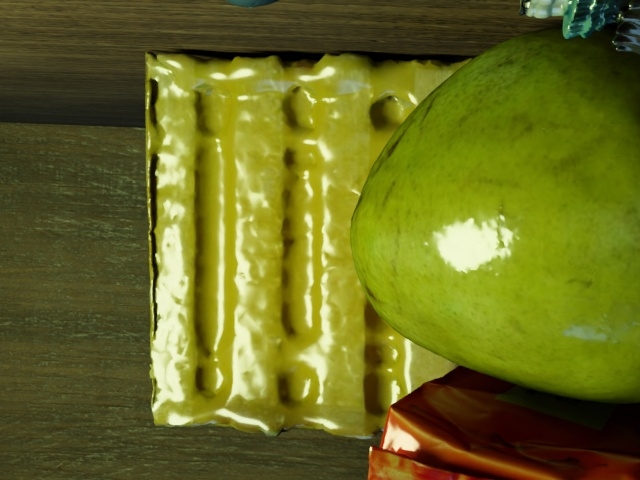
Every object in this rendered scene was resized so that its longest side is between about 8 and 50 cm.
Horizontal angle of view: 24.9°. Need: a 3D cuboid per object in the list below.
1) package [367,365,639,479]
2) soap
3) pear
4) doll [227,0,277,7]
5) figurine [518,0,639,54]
[{"bbox_3d":[0.175,0.153,1.042,0.196,0.123,0.423,12,-171,17],"label":"package"},{"bbox_3d":[0.000,0.000,1.267,0.293,0.335,0.156,-1,-178,14],"label":"soap"},{"bbox_3d":[0.171,-0.015,0.956,0.307,0.253,0.253,-1,179,43],"label":"pear"},{"bbox_3d":[-0.022,-0.127,0.663,0.037,0.027,0.125,1,179,-16],"label":"doll"},{"bbox_3d":[0.147,-0.112,0.673,0.106,0.047,0.060,9,146,1],"label":"figurine"}]
